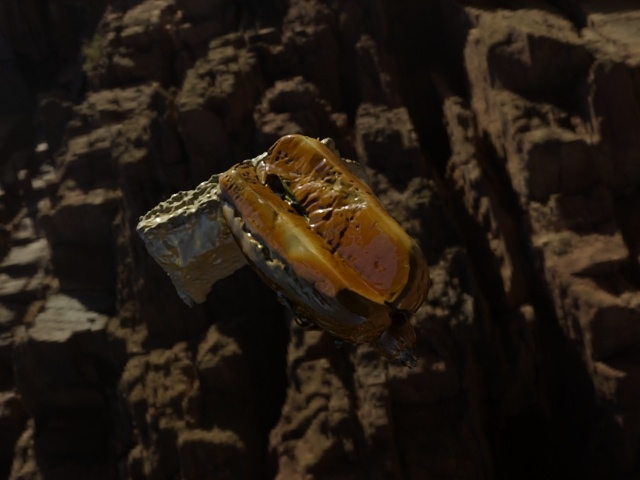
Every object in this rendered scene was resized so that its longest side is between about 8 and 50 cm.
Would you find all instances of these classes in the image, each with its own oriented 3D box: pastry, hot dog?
[{"bbox_3d":[-0.074,-0.033,0.952,0.121,0.258,0.089,47,-164,-46],"label":"pastry"},{"bbox_3d":[0.000,0.000,0.659,0.269,0.109,0.072,52,169,49],"label":"hot dog"}]
